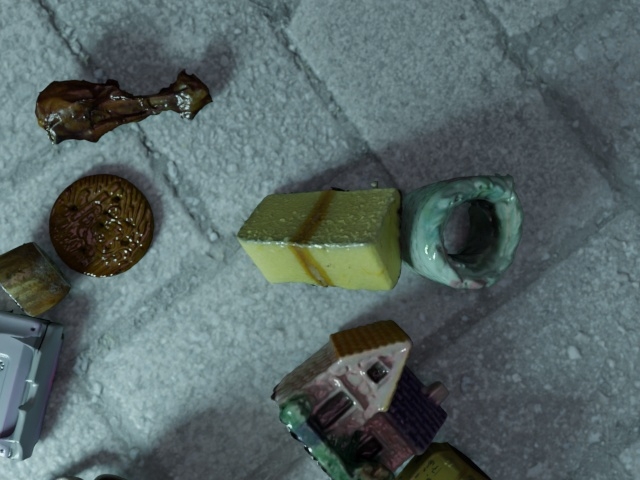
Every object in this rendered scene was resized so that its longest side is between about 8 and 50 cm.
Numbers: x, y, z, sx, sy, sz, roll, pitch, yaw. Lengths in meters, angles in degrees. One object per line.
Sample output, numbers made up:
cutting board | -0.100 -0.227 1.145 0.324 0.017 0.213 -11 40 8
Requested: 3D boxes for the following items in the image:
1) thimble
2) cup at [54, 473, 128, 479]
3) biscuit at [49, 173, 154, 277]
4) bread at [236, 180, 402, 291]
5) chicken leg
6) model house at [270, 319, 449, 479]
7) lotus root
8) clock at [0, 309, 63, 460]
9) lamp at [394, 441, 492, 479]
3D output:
thimble | 0.236 -0.023 1.080 0.185 0.149 0.211 41 80 -18
cup | -0.395 0.528 1.028 0.288 0.208 0.273 45 88 0
biscuit | -0.393 -0.026 1.144 0.187 0.027 0.188 0 88 -2
bread | 0.000 0.000 1.077 0.266 0.142 0.178 -1 100 29
chicken leg | -0.344 -0.237 1.134 0.304 0.093 0.113 -9 105 -10
model house | 0.084 0.265 1.055 0.237 0.202 0.237 -41 89 -2
lotus root | -0.495 0.061 1.097 0.081 0.112 0.122 -39 120 -12
clock | -0.567 0.244 1.099 0.186 0.083 0.253 12 87 0
lamp | 0.197 0.446 1.077 0.161 0.161 0.185 38 88 0
